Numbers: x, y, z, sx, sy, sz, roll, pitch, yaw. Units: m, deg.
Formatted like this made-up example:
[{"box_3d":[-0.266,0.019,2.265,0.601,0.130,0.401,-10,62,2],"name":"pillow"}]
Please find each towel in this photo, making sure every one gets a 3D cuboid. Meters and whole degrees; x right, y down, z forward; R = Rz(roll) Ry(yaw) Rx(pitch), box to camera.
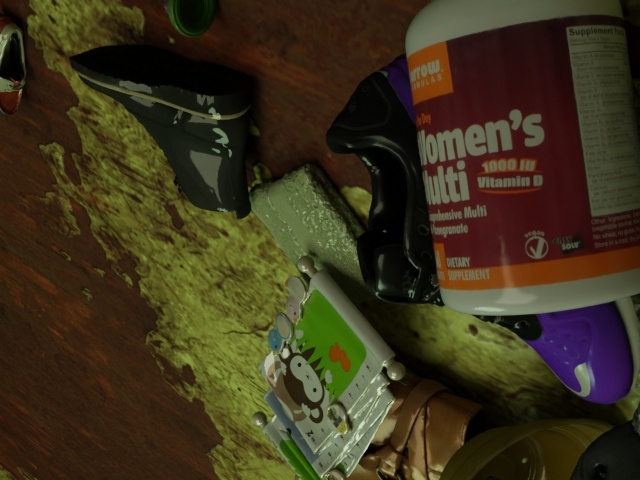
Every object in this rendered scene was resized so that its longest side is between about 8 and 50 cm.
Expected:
[{"box_3d":[0.000,0.000,0.817,0.110,0.027,0.148,-17,111,51],"name":"towel"}]

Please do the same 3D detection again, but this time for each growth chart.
[{"box_3d":[-0.002,0.145,0.845,0.172,0.021,0.237,41,130,30],"name":"growth chart"}]

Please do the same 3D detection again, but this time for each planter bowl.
[{"box_3d":[0.168,0.231,0.757,0.090,0.217,0.217,40,156,61],"name":"planter bowl"}]

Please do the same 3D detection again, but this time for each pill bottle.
[{"box_3d":[0.113,-0.076,0.488,0.121,0.121,0.221,-6,93,49],"name":"pill bottle"}]

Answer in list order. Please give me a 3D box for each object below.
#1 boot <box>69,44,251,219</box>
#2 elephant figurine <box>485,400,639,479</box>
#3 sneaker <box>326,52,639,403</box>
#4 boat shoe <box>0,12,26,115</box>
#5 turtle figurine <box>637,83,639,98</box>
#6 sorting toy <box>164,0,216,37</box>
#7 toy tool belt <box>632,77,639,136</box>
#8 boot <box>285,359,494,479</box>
[{"box_3d":[-0.151,-0.102,0.819,0.198,0.077,0.137,23,132,30],"name":"boot"},{"box_3d":[0.260,0.176,0.603,0.239,0.186,0.169,39,126,40],"name":"elephant figurine"},{"box_3d":[0.102,0.012,0.602,0.293,0.146,0.102,57,165,-9],"name":"sneaker"},{"box_3d":[-0.355,-0.193,0.979,0.043,0.049,0.137,32,137,16],"name":"boat shoe"},{"box_3d":[0.247,0.013,0.480,0.118,0.175,0.234,21,132,61],"name":"turtle figurine"},{"box_3d":[-0.124,-0.216,0.707,0.042,0.061,0.102,20,155,34],"name":"sorting toy"},{"box_3d":[0.170,-0.076,0.546,0.083,0.051,0.052,1,125,45],"name":"toy tool belt"},{"box_3d":[0.085,0.236,0.906,0.220,0.109,0.283,15,124,36],"name":"boot"}]
